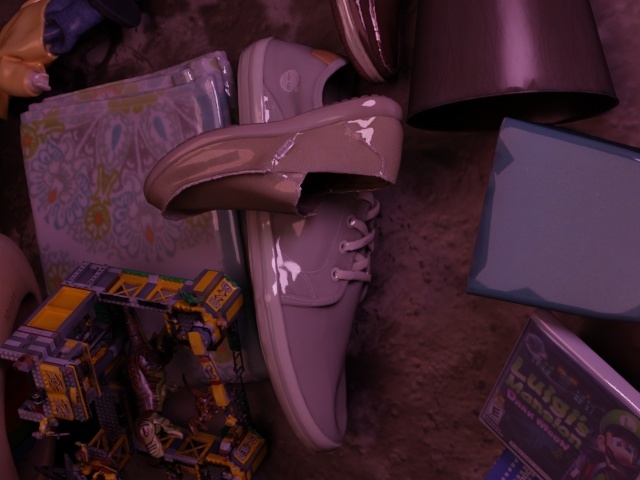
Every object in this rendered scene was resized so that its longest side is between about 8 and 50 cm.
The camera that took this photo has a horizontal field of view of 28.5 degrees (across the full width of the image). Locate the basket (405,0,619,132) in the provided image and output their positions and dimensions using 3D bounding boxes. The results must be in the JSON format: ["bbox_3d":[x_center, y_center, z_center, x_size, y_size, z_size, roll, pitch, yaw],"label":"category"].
[{"bbox_3d":[0.174,-0.233,1.227,0.204,0.154,0.226,-5,82,0],"label":"basket"}]

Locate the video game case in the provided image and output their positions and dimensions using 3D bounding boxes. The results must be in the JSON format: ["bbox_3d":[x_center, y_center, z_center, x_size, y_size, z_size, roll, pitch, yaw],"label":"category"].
[{"bbox_3d":[0.243,0.180,1.184,0.190,0.022,0.173,45,141,25],"label":"video game case"}]

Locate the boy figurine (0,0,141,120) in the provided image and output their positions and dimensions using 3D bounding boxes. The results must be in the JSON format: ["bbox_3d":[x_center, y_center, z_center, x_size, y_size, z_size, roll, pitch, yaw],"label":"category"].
[{"bbox_3d":[-0.347,-0.236,1.561,0.285,0.092,0.177,-33,41,29],"label":"boy figurine"}]

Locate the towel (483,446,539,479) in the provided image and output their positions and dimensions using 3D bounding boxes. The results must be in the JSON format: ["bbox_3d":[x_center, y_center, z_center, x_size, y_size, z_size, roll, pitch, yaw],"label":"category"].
[{"bbox_3d":[0.285,0.355,1.243,0.336,0.040,0.243,38,111,27],"label":"towel"}]

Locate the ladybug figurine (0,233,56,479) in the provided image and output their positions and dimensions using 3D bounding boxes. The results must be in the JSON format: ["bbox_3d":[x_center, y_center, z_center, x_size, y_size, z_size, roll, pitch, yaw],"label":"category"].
[{"bbox_3d":[-0.410,0.181,1.458,0.162,0.305,0.449,2,134,0],"label":"ladybug figurine"}]

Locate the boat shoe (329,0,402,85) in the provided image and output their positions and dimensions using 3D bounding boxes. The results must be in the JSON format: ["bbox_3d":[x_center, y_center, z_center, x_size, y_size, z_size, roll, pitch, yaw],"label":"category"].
[{"bbox_3d":[0.060,-0.296,1.330,0.095,0.095,0.257,-14,83,24],"label":"boat shoe"}]

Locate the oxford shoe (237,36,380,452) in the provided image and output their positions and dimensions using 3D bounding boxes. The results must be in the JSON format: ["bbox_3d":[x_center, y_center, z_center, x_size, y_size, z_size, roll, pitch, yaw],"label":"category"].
[{"bbox_3d":[0.000,0.000,1.340,0.130,0.169,0.449,-6,87,12],"label":"oxford shoe"}]

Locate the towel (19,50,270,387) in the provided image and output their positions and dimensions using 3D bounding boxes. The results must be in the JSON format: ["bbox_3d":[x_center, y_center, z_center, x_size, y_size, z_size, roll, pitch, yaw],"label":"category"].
[{"bbox_3d":[-0.196,-0.012,1.481,0.321,0.090,0.374,-7,93,34],"label":"towel"}]

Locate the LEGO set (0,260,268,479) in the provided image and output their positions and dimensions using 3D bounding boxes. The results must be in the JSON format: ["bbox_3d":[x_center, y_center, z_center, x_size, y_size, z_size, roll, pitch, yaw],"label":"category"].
[{"bbox_3d":[-0.201,0.186,1.355,0.255,0.192,0.331,16,130,18],"label":"LEGO set"}]

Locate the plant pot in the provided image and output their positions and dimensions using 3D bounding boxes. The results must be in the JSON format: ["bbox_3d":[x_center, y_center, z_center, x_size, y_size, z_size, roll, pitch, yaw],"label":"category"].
[{"bbox_3d":[0.284,-0.007,1.162,0.234,0.166,0.165,15,98,26],"label":"plant pot"}]

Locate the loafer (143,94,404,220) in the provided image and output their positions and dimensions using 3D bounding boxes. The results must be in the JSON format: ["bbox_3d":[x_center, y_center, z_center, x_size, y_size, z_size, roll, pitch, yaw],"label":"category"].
[{"bbox_3d":[-0.043,-0.064,1.225,0.269,0.102,0.092,-17,72,10],"label":"loafer"}]
